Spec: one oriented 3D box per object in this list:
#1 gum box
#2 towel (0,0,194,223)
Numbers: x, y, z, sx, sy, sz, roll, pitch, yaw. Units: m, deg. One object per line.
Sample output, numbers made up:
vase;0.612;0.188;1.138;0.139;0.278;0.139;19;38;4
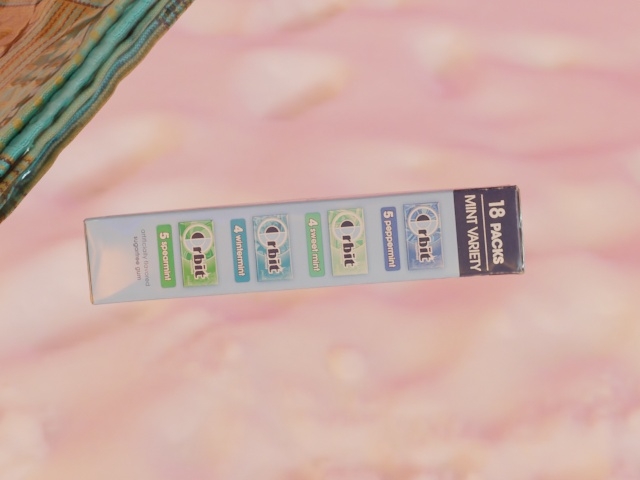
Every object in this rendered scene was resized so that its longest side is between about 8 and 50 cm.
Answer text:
gum box;0.000;0.000;0.735;0.184;0.041;0.157;-5;1;6
towel;-0.214;-0.060;0.846;0.271;0.040;0.370;7;53;50
